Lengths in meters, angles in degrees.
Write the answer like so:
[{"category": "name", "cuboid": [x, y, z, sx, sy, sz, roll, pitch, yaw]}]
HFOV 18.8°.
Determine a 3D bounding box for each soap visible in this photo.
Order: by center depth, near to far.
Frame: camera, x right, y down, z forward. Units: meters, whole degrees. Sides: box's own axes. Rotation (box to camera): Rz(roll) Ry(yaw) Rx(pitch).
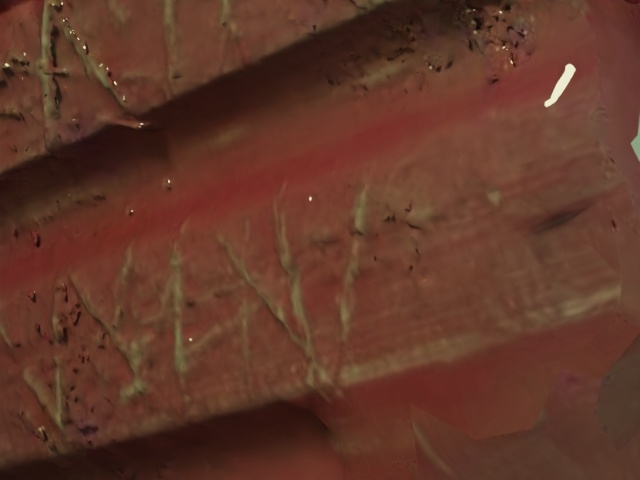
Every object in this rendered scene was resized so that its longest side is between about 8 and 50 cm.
[{"category": "soap", "cuboid": [0.000, 0.000, 0.579, 0.127, 0.325, 0.220, -15, 90, -46]}]
